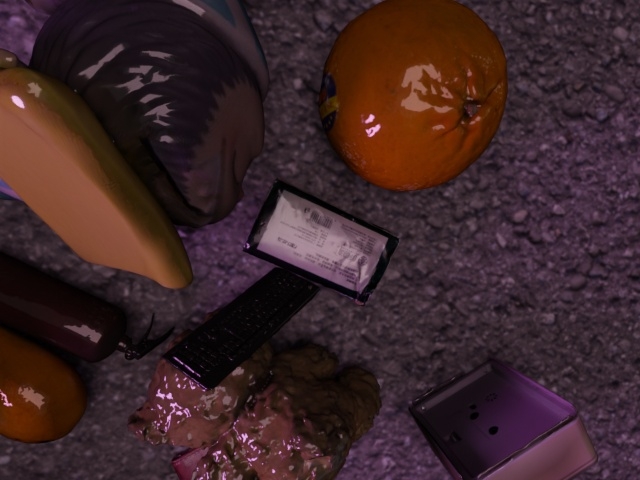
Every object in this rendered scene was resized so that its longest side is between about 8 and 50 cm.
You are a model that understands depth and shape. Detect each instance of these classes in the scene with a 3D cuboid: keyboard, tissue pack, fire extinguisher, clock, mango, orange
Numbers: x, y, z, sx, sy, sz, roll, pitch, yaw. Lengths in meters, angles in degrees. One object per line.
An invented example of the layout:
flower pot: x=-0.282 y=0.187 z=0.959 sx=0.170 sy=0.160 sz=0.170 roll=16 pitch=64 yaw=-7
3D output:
keyboard: x=-0.083 y=0.089 z=0.543 sx=0.074 sy=0.196 sz=0.015 roll=29 pitch=131 yaw=22
tissue pack: x=0.001 y=0.001 z=0.588 sx=0.170 sy=0.090 sz=0.103 roll=26 pitch=89 yaw=-6
fire extinguisher: x=-0.315 y=0.076 z=0.561 sx=0.268 sy=0.089 sz=0.072 roll=27 pitch=127 yaw=-6
clock: x=0.210 y=0.230 z=0.576 sx=0.147 sy=0.192 sz=0.071 roll=-30 pitch=97 yaw=-6
mango: x=-0.356 y=0.164 z=0.543 sx=0.178 sy=0.090 sz=0.115 roll=33 pitch=119 yaw=-6
orange: x=0.107 y=-0.167 z=0.550 sx=0.220 sy=0.193 sz=0.219 roll=1 pitch=86 yaw=-24

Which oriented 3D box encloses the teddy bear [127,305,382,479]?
teddy bear: x=-0.081 y=0.197 z=0.545 sx=0.256 sy=0.156 sz=0.267 roll=26 pitch=53 yaw=17

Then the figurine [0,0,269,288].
figurine: x=-0.207 y=-0.181 z=0.531 sx=0.362 sy=0.266 sz=0.377 roll=20 pitch=56 yaw=17

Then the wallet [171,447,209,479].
wallet: x=-0.092 y=0.359 z=0.626 sx=0.120 sy=0.025 sz=0.232 roll=-27 pitch=95 yaw=-5
